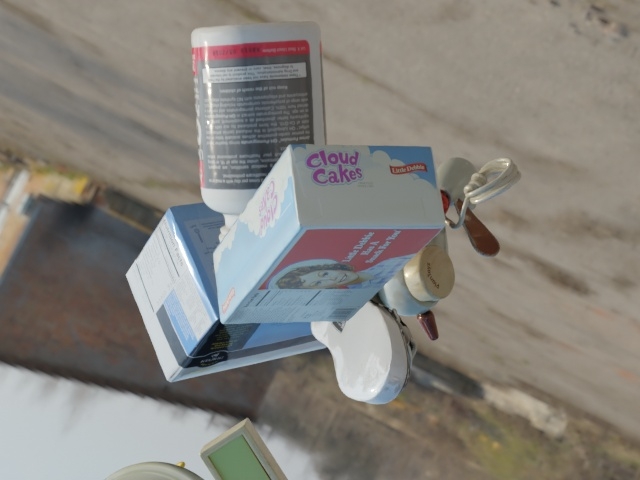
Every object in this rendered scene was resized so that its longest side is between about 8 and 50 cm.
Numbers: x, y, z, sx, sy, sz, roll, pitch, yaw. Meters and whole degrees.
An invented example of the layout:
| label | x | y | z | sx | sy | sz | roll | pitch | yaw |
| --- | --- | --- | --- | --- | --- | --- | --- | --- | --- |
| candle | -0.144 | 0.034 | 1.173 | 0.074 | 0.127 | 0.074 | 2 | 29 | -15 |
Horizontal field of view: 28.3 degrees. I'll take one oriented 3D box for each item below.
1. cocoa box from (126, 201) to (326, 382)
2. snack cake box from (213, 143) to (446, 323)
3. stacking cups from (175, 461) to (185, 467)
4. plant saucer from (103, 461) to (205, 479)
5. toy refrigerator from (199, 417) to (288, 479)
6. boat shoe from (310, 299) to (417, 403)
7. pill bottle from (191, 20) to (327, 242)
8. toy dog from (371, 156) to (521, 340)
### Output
| label | x | y | z | sx | sy | sz | roll | pitch | yaw |
| --- | --- | --- | --- | --- | --- | --- | --- | --- | --- |
| cocoa box | -0.118 | 0.071 | 2.224 | 0.347 | 0.228 | 0.231 | -9 | -118 | -36 |
| snack cake box | 0.000 | 0.000 | 1.288 | 0.152 | 0.089 | 0.264 | 1 | 156 | -22 |
| stacking cups | -0.129 | 0.464 | 1.820 | 0.316 | 0.096 | 0.096 | 49 | 173 | -2 |
| plant saucer | -0.235 | 0.483 | 1.597 | 0.400 | 0.401 | 0.100 | 22 | -169 | 41 |
| toy refrigerator | -0.104 | 0.468 | 2.312 | 0.270 | 0.102 | 0.094 | 58 | -179 | -1 |
| boat shoe | 0.071 | 0.133 | 1.577 | 0.102 | 0.108 | 0.301 | 23 | -175 | -17 |
| pill bottle | -0.078 | -0.132 | 1.715 | 0.176 | 0.319 | 0.176 | -3 | -172 | 0 |
| toy dog | 0.186 | 0.023 | 1.983 | 0.220 | 0.333 | 0.161 | 10 | 138 | 56 |
